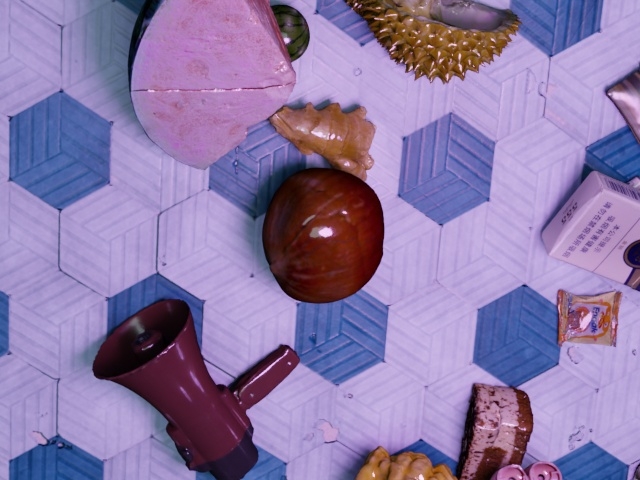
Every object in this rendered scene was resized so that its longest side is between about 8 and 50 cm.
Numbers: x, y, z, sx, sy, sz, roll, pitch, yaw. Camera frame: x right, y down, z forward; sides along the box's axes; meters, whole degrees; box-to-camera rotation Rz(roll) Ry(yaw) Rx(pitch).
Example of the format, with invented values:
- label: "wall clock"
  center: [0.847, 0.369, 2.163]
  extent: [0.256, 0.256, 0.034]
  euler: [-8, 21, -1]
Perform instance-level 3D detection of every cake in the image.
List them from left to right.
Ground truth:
- label: "cake"
  center: [0.319, 0.377, 2.009]
  extent: [0.112, 0.135, 0.246]
  euler: [8, 133, 0]

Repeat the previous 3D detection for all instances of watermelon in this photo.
- label: "watermelon"
  center: [-0.195, -0.322, 1.694]
  extent: [0.292, 0.222, 0.319]
  euler: [-30, 140, 21]
- label: "watermelon"
  center: [-0.071, -0.336, 1.756]
  extent: [0.109, 0.109, 0.109]
  euler: [-2, 104, -7]

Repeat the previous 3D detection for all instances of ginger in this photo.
- label: "ginger"
  center: [0.018, -0.181, 1.815]
  extent: [0.205, 0.081, 0.115]
  euler: [31, 130, -21]

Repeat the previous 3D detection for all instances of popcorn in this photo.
- label: "popcorn"
  center: [0.147, 0.480, 1.918]
  extent: [0.190, 0.250, 0.250]
  euler: [-12, 108, -41]

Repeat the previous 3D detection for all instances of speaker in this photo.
- label: "speaker"
  center: [-0.204, 0.245, 1.885]
  extent: [0.329, 0.198, 0.259]
  euler: [52, 53, -29]

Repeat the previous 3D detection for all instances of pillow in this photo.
- label: "pillow"
  center: [0.640, -0.237, 1.895]
  extent: [0.212, 0.052, 0.208]
  euler: [-35, 103, 0]

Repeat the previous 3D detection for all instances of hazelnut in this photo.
- label: "hazelnut"
  center: [0.000, 0.000, 1.789]
  extent: [0.229, 0.229, 0.229]
  euler: [-2, 104, -7]

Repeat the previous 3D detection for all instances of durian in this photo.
- label: "durian"
  center: [0.181, -0.356, 1.763]
  extent: [0.306, 0.172, 0.166]
  euler: [12, 78, -2]

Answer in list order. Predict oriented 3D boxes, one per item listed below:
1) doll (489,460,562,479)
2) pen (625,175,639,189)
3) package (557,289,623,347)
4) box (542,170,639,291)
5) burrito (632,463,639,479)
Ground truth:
- label: "doll"
  center: [0.355, 0.545, 1.966]
  extent: [0.284, 0.268, 0.216]
  euler: [-2, 64, -16]
- label: "pen"
  center: [0.494, -0.049, 1.936]
  extent: [0.204, 0.025, 0.025]
  euler: [-35, 105, 3]
- label: "package"
  center: [0.493, 0.144, 1.979]
  extent: [0.121, 0.031, 0.108]
  euler: [1, 104, -8]
- label: "box"
  center: [0.543, -0.005, 1.889]
  extent: [0.259, 0.071, 0.168]
  euler: [20, 126, -16]
- label: "burrito"
  center: [0.711, 0.505, 2.068]
  extent: [0.144, 0.089, 0.229]
  euler: [-34, 103, 4]
